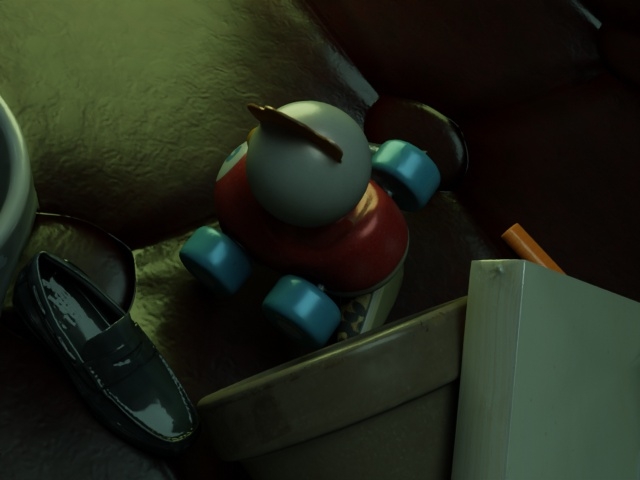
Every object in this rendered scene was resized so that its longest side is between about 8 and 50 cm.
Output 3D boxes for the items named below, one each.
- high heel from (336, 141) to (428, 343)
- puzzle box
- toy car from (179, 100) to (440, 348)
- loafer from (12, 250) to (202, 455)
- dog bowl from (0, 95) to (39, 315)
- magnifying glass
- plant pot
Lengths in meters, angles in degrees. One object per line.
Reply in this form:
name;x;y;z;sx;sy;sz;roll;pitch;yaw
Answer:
high heel;0.000;0.000;1.027;0.186;0.093;0.261;11;66;16
puzzle box;0.197;0.239;0.770;0.272;0.052;0.409;18;75;-46
toy car;-0.024;-0.063;0.876;0.210;0.238;0.219;29;69;25
loafer;-0.191;0.101;0.842;0.223;0.078;0.076;44;51;8
dog bowl;-0.418;-0.048;0.825;0.348;0.102;0.349;12;54;-17
magnifying glass;0.305;0.072;1.133;0.092;0.026;0.231;-32;77;-37
plant pot;0.054;0.195;0.806;0.263;0.263;0.229;-17;82;-33
